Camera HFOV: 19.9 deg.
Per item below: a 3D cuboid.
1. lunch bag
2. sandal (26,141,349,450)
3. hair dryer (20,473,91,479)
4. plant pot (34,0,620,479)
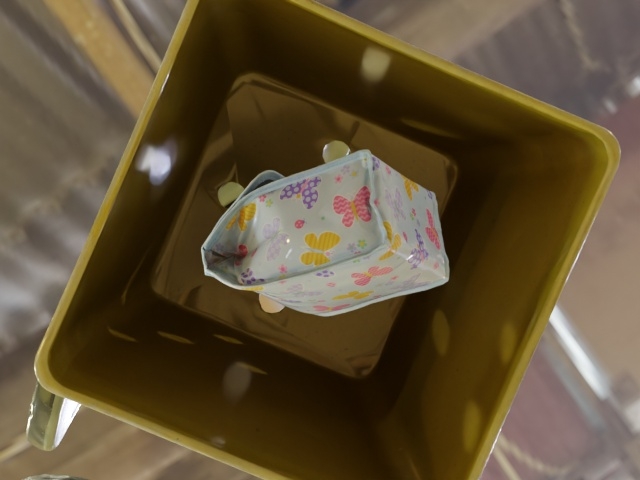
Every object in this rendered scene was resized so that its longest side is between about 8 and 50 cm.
[{"bbox_3d":[0.000,0.000,0.745,0.083,0.053,0.071,-20,-21,22],"label":"lunch bag"},{"bbox_3d":[-0.070,0.023,1.153,0.303,0.086,0.120,-43,-13,-25],"label":"sandal"},{"bbox_3d":[-0.086,0.209,0.540,0.080,0.293,0.223,-19,7,-26],"label":"hair dryer"},{"bbox_3d":[-0.003,0.001,0.929,0.187,0.212,0.212,-133,66,-83],"label":"plant pot"}]
